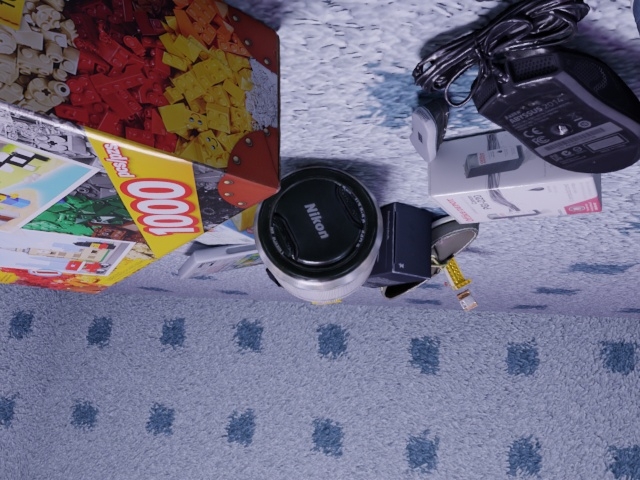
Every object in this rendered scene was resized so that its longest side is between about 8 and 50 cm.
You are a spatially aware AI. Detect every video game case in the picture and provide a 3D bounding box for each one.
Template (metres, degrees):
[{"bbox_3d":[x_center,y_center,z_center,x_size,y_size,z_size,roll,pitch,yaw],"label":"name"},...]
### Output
[{"bbox_3d":[-0.231,0.047,1.400,0.300,0.036,0.329,-10,172,-24],"label":"video game case"}]

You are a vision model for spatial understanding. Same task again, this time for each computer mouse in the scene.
[{"bbox_3d":[0.254,-0.163,0.530,0.272,0.072,0.189,26,159,-28],"label":"computer mouse"}]

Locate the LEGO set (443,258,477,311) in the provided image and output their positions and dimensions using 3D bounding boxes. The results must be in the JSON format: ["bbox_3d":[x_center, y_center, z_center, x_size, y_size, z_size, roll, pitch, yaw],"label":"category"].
[{"bbox_3d":[0.300,0.076,1.338,0.287,0.132,0.107,29,168,-5],"label":"LEGO set"}]

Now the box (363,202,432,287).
[{"bbox_3d":[0.141,0.019,1.108,0.108,0.153,0.207,12,165,-30],"label":"box"}]

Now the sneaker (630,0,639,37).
[{"bbox_3d":[0.326,-0.131,0.428,0.086,0.163,0.226,-5,162,39],"label":"sneaker"}]

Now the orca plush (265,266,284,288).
[{"bbox_3d":[-0.094,0.067,1.500,0.151,0.102,0.287,18,-173,18],"label":"orca plush"}]

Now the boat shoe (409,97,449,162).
[{"bbox_3d":[0.149,-0.145,0.665,0.040,0.049,0.142,-36,167,2],"label":"boat shoe"}]

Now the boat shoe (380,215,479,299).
[{"bbox_3d":[0.247,0.043,1.147,0.109,0.091,0.305,23,138,-29],"label":"boat shoe"}]

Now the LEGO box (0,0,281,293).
[{"bbox_3d":[-0.336,-0.100,0.540,0.373,0.192,0.500,13,156,-39],"label":"LEGO box"}]

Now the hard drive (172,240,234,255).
[{"bbox_3d":[-0.423,-0.026,1.287,0.339,0.064,0.237,16,161,-38],"label":"hard drive"}]

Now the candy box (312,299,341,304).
[{"bbox_3d":[0.032,0.042,1.121,0.027,0.205,0.105,19,162,-21],"label":"candy box"}]

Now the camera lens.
[{"bbox_3d":[0.000,0.000,0.932,0.220,0.219,0.274,3,166,3],"label":"camera lens"}]

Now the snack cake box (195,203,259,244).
[{"bbox_3d":[-0.252,-0.065,1.019,0.152,0.089,0.264,-1,165,27],"label":"snack cake box"}]

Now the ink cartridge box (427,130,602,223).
[{"bbox_3d":[0.288,-0.094,0.735,0.218,0.092,0.159,-3,165,33],"label":"ink cartridge box"}]
